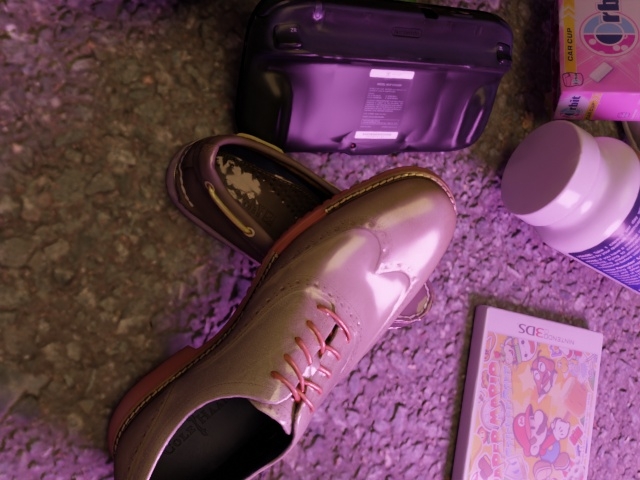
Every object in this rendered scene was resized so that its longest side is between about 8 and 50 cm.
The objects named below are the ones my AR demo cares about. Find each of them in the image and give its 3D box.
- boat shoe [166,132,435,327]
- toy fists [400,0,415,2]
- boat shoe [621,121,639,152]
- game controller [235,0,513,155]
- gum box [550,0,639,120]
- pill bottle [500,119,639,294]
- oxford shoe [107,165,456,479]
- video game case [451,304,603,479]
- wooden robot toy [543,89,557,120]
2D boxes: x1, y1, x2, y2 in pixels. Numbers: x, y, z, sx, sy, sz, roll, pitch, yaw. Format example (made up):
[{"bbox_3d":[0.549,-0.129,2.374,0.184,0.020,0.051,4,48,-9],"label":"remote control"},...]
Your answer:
[{"bbox_3d":[0.000,0.000,0.705,0.324,0.097,0.116,34,72,-22],"label":"boat shoe"},{"bbox_3d":[0.088,-0.340,0.775,0.279,0.096,0.142,-44,99,-21],"label":"toy fists"},{"bbox_3d":[0.479,-0.244,0.961,0.099,0.116,0.319,-10,87,-37],"label":"boat shoe"},{"bbox_3d":[0.065,-0.169,0.741,0.319,0.067,0.166,-3,132,-28],"label":"game controller"},{"bbox_3d":[0.350,-0.247,0.875,0.107,0.062,0.188,3,68,9],"label":"gum box"},{"bbox_3d":[0.363,-0.037,0.866,0.265,0.153,0.153,24,77,-25],"label":"pill bottle"},{"bbox_3d":[-0.015,0.099,0.601,0.397,0.146,0.140,-46,113,0],"label":"oxford shoe"},{"bbox_3d":[0.265,0.210,0.873,0.206,0.026,0.227,14,81,-26],"label":"video game case"},{"bbox_3d":[0.379,-0.192,0.930,0.173,0.079,0.076,-30,63,-8],"label":"wooden robot toy"}]
